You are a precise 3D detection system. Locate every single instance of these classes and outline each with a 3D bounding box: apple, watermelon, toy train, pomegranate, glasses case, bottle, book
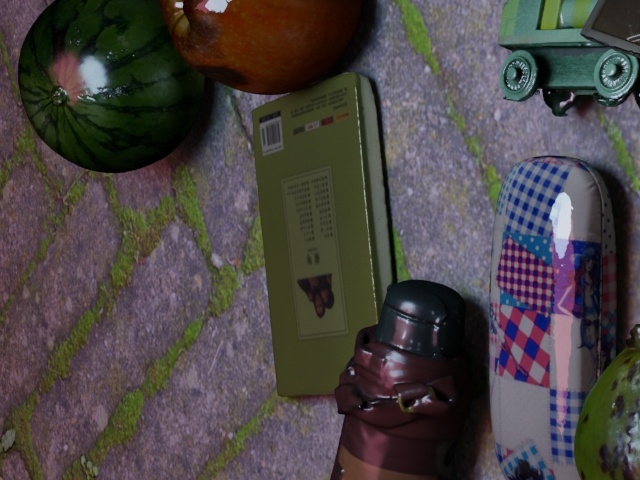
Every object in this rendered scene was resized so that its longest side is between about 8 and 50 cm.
[{"bbox_3d":[-0.073,-0.273,1.728,0.230,0.230,0.230,6,97,54],"label":"apple"},{"bbox_3d":[-0.262,-0.204,1.970,0.242,0.242,0.242,6,97,54],"label":"watermelon"},{"bbox_3d":[0.244,-0.178,1.401,0.200,0.083,0.132,6,86,47],"label":"toy train"},{"bbox_3d":[0.318,0.176,1.234,0.263,0.211,0.211,56,143,-6],"label":"pomegranate"},{"bbox_3d":[0.215,0.085,1.462,0.125,0.076,0.327,7,99,53],"label":"glasses case"},{"bbox_3d":[0.084,0.175,1.599,0.156,0.143,0.271,29,114,50],"label":"bottle"},{"bbox_3d":[0.000,0.000,1.796,0.239,0.035,0.352,-11,84,56],"label":"book"}]

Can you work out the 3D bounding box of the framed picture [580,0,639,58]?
[{"bbox_3d":[0.338,-0.211,1.258,0.250,0.016,0.184,30,92,49],"label":"framed picture"}]
